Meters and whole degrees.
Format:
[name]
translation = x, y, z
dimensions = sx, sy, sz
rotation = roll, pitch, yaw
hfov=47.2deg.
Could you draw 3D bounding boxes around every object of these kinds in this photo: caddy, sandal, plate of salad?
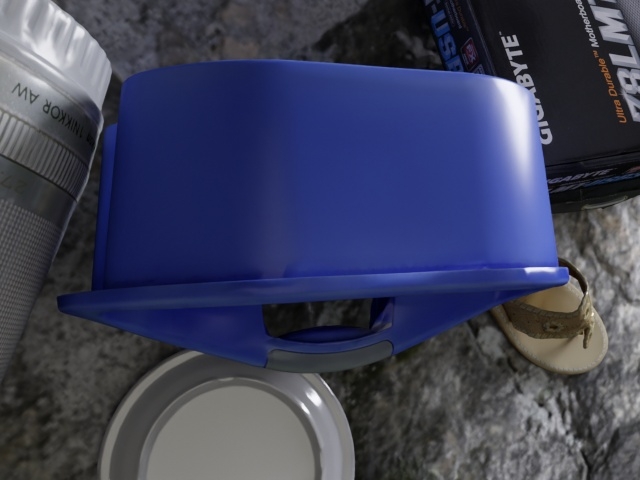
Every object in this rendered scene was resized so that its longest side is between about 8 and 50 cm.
[caddy]
translation = 0.000, 0.000, 0.501
dimensions = 0.342, 0.241, 0.179
rotation = -1, 84, -21
[sandal]
translation = 0.201, 0.050, 0.662
dimensions = 0.240, 0.079, 0.088
rotation = 41, 76, -16
[plate of salad]
translation = -0.071, 0.178, 0.574
dimensions = 0.200, 0.048, 0.199
rotation = 2, 81, -14

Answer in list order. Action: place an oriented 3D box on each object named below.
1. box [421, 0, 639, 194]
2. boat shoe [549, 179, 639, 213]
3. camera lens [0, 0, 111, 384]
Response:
[box]
translation = 0.239, -0.195, 0.639
dimensions = 0.294, 0.073, 0.295
rotation = -9, 74, -22
[boat shoe]
translation = 0.281, -0.072, 0.705
dimensions = 0.233, 0.079, 0.084
rotation = -10, 53, -25
[camera lens]
translation = -0.261, -0.015, 0.404
dimensions = 0.220, 0.219, 0.274
rotation = 23, 79, -20
